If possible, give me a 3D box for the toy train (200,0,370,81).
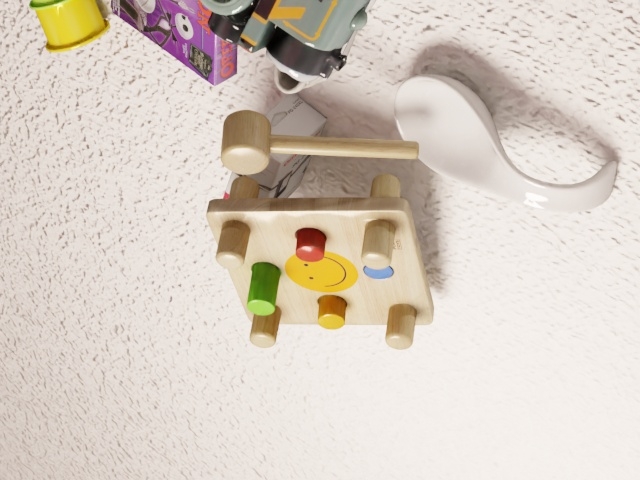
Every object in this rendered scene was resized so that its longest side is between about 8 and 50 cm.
[{"bbox_3d":[-0.001,-0.331,1.693,0.190,0.142,0.334,35,117,10],"label":"toy train"}]

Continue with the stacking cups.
[{"bbox_3d":[-0.378,-0.405,2.075,0.096,0.096,0.316,7,129,40],"label":"stacking cups"}]

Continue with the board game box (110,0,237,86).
[{"bbox_3d":[-0.181,-0.377,1.928,0.208,0.056,0.347,33,142,26],"label":"board game box"}]

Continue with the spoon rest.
[{"bbox_3d":[0.198,-0.105,1.814,0.276,0.084,0.137,25,138,24],"label":"spoon rest"}]

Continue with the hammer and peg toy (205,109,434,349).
[{"bbox_3d":[0.000,0.000,1.948,0.265,0.127,0.361,0,144,13],"label":"hammer and peg toy"}]

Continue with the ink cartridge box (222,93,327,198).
[{"bbox_3d":[-0.061,-0.102,2.041,0.063,0.109,0.150,37,143,9],"label":"ink cartridge box"}]

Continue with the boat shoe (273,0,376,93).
[{"bbox_3d":[0.000,-0.276,1.839,0.096,0.088,0.267,39,142,9],"label":"boat shoe"}]
